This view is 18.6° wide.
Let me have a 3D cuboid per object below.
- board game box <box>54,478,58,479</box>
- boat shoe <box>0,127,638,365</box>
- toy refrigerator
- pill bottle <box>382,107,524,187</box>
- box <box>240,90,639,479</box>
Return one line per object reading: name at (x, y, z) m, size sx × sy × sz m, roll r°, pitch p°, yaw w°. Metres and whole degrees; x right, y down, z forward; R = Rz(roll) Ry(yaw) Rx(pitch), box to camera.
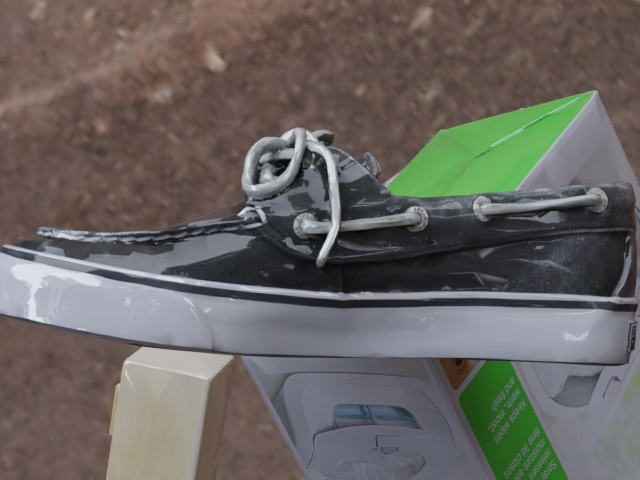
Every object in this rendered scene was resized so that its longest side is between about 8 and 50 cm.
board game box at (-0.212, 0.229, 0.899) m, size 0.281 × 0.027 × 0.145 m, roll -41°, pitch 16°, yaw -7°
boat shoe at (0.001, 0.000, 0.901) m, size 0.306 × 0.113 × 0.105 m, roll 3°, pitch 91°, yaw -6°
toy refrigerator at (-0.156, 0.238, 1.847) m, size 0.094 × 0.102 × 0.269 m, roll 12°, pitch 102°, yaw 9°
pill bottle at (0.087, 0.009, 1.449) m, size 0.229 × 0.131 × 0.131 m, roll -36°, pitch 50°, yaw 7°
box at (0.104, 0.081, 1.129) m, size 0.127 × 0.231 × 0.262 m, roll -13°, pitch 21°, yaw 38°
